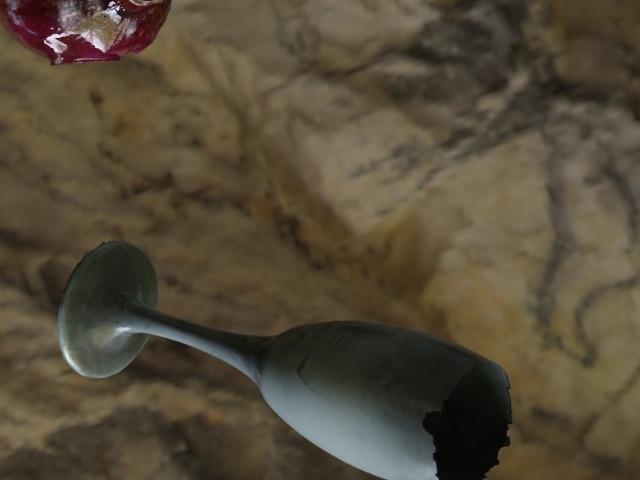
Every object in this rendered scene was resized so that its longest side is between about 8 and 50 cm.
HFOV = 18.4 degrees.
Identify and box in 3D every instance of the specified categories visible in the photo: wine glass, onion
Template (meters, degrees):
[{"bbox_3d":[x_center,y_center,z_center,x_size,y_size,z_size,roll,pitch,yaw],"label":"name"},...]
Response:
[{"bbox_3d":[0.000,0.000,1.275,0.096,0.310,0.264,26,-99,-54],"label":"wine glass"},{"bbox_3d":[-0.201,-0.214,1.774,0.173,0.198,0.135,-3,-72,-32],"label":"onion"}]
